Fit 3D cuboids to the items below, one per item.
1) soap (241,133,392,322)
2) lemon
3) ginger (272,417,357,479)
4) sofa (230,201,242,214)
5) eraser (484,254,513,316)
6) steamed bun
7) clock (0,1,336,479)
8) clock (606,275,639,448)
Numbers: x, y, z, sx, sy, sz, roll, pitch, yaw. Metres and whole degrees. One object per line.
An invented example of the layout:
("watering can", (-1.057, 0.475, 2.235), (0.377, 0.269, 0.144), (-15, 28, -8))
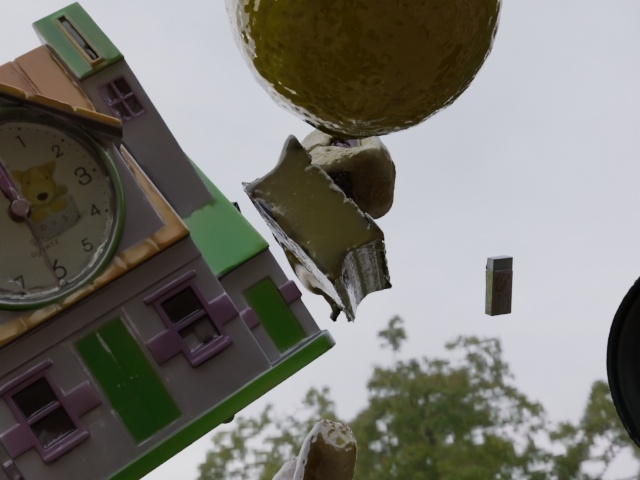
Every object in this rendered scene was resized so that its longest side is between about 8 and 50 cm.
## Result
("soap", (0.001, -0.001, 1.047), (0.076, 0.135, 0.233), (-41, -15, -7))
("lemon", (0.049, -0.296, 1.310), (0.349, 0.350, 0.387), (4, -48, -14))
("ginger", (-0.020, 0.264, 0.703), (0.065, 0.299, 0.118), (13, -42, -3))
("sofa", (-0.123, 0.024, 1.253), (0.085, 0.060, 0.147), (-10, -50, 7))
("eraser", (0.253, 0.064, 1.485), (0.038, 0.019, 0.083), (-6, -77, -26))
("steamed bun", (0.012, -0.098, 1.615), (0.155, 0.172, 0.141), (-16, -62, -24))
("clock", (-0.178, 0.007, 0.683), (0.235, 0.309, 0.166), (-33, -1, -20))
("clock", (0.519, 0.153, 1.298), (0.319, 0.319, 0.066), (-28, -21, 22))
